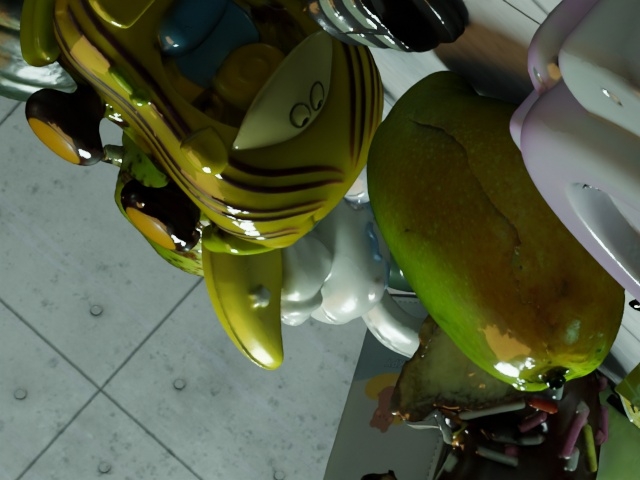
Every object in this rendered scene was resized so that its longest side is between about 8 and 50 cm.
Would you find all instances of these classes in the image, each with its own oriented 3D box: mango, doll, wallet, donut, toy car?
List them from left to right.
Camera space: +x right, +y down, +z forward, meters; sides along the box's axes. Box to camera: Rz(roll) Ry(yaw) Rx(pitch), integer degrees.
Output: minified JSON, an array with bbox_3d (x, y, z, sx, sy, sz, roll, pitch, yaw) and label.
[{"bbox_3d":[-0.059,-0.105,0.986,0.248,0.200,0.142,43,162,-23],"label":"toy car"},{"bbox_3d":[0.000,0.000,1.388,0.111,0.237,0.252,-18,87,46],"label":"doll"},{"bbox_3d":[0.093,0.161,1.566,0.170,0.231,0.069,-1,152,44],"label":"wallet"},{"bbox_3d":[0.140,0.225,1.402,0.136,0.345,0.259,15,154,43],"label":"donut"},{"bbox_3d":[0.093,-0.020,0.880,0.111,0.125,0.233,29,-152,-38],"label":"mango"}]

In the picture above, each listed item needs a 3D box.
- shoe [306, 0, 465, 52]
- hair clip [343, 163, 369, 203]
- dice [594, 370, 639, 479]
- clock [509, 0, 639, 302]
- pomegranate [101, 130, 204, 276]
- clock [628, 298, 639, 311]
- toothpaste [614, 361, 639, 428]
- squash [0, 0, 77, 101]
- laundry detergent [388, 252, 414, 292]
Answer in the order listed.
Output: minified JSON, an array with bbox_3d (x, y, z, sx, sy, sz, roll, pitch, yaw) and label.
[{"bbox_3d":[0.015,-0.134,0.880,0.071,0.049,0.179,44,176,-37],"label":"shoe"},{"bbox_3d":[-0.051,-0.123,1.220,0.257,0.075,0.146,36,136,3],"label":"hair clip"},{"bbox_3d":[0.212,0.256,1.666,0.252,0.254,0.250,37,173,32],"label":"dice"},{"bbox_3d":[0.164,-0.002,0.552,0.227,0.090,0.248,43,178,-3],"label":"clock"},{"bbox_3d":[-0.064,-0.047,1.525,0.276,0.204,0.222,41,168,-2],"label":"pomegranate"},{"bbox_3d":[0.251,0.086,0.764,0.232,0.069,0.170,42,176,13],"label":"clock"},{"bbox_3d":[0.308,0.158,0.878,0.313,0.089,0.071,41,171,29],"label":"toothpaste"},{"bbox_3d":[-0.197,-0.203,1.138,0.218,0.172,0.218,44,143,48],"label":"squash"},{"bbox_3d":[0.064,0.004,1.638,0.144,0.078,0.221,23,-175,-23],"label":"laundry detergent"}]
